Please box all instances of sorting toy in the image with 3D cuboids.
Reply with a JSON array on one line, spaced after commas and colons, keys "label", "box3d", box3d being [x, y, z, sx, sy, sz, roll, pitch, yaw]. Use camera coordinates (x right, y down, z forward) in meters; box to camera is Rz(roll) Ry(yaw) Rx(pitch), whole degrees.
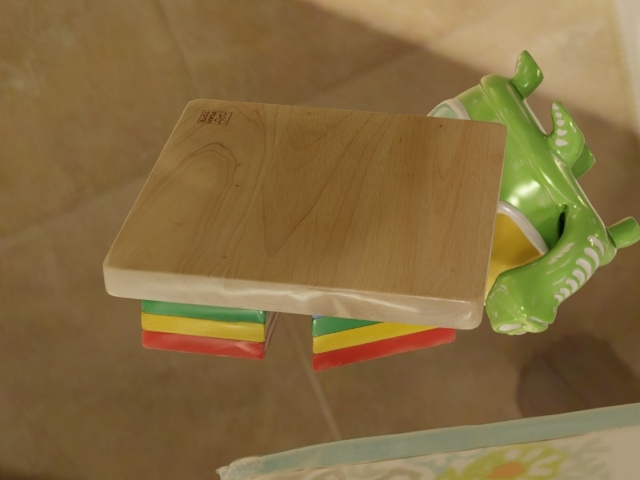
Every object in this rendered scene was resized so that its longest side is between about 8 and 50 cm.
[{"label": "sorting toy", "box3d": [0.000, 0.000, 1.174, 0.255, 0.257, 0.089, 5, 122, 8]}]

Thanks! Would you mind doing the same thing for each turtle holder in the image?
[{"label": "turtle holder", "box3d": [0.209, -0.023, 1.746, 0.227, 0.320, 0.243, -32, 152, 9]}]

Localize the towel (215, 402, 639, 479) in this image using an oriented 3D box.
[{"label": "towel", "box3d": [0.081, 0.168, 0.565, 0.374, 0.320, 0.090, -10, 110, 19]}]
